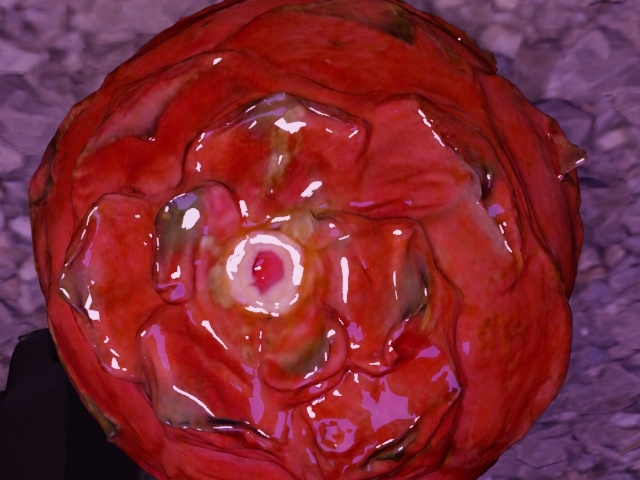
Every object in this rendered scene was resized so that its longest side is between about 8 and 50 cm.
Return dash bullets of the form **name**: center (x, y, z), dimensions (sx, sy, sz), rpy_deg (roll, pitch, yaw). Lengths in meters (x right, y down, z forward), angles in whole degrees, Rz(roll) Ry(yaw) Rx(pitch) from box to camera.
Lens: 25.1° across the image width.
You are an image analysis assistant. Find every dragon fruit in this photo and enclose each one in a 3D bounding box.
- **dragon fruit**: center (-0.006, 0.005, 0.611), dimensions (0.241, 0.252, 0.241), rpy_deg (-9, 112, -22)

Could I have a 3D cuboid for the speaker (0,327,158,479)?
- **speaker**: center (-0.177, 0.226, 0.826), dimensions (0.232, 0.254, 0.184), rpy_deg (-27, 134, 20)
